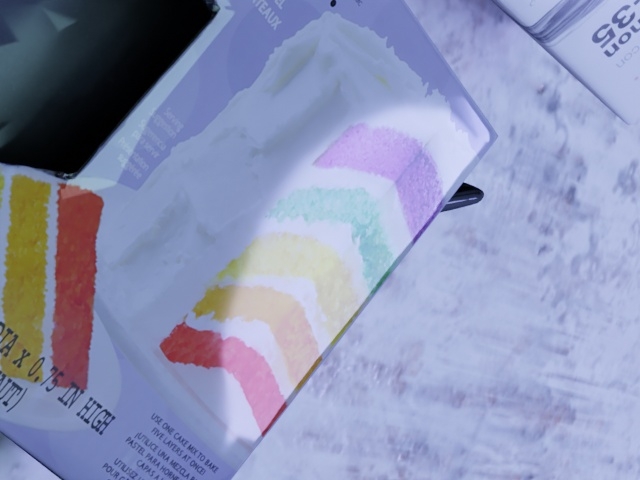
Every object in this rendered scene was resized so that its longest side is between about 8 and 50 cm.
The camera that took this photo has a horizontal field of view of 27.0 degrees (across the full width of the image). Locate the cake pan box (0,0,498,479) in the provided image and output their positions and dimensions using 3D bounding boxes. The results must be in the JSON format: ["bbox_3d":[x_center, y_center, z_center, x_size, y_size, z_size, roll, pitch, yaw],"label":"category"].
[{"bbox_3d":[-0.076,-0.042,0.530,0.246,0.070,0.267,-51,128,-15],"label":"cake pan box"}]

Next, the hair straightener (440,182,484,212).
[{"bbox_3d":[0.000,0.000,0.677,0.230,0.047,0.089,-23,120,-40],"label":"hair straightener"}]

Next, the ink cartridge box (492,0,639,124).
[{"bbox_3d":[0.136,-0.209,0.637,0.207,0.117,0.283,-46,141,13],"label":"ink cartridge box"}]
